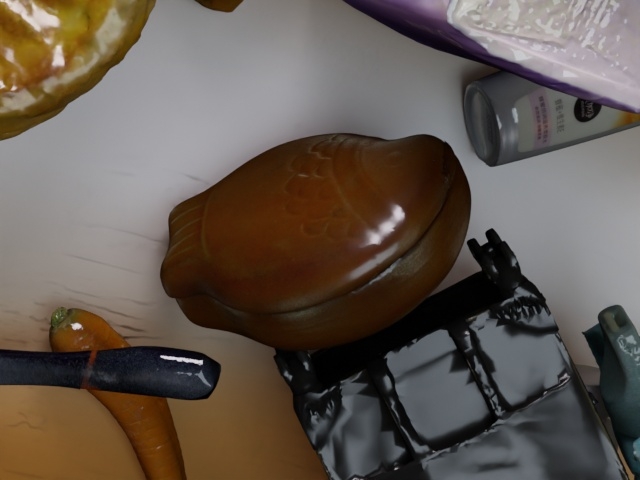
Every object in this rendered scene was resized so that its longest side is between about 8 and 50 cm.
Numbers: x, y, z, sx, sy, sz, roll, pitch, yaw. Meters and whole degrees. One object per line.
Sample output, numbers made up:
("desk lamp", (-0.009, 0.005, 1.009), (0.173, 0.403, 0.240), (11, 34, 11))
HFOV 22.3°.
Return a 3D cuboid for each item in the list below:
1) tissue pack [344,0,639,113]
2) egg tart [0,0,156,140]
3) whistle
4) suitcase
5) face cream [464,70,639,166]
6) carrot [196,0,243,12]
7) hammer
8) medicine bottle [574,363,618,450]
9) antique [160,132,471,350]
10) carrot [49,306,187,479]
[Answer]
("tissue pack", (0.160, -0.224, 1.379), (0.242, 0.338, 0.160), (19, 96, -22))
("egg tart", (-0.298, -0.266, 1.249), (0.387, 0.169, 0.388), (-7, 115, -15))
("whistle", (0.325, 0.174, 1.579), (0.093, 0.186, 0.274), (-24, 124, 7))
("suitcase", (0.149, 0.233, 1.552), (0.283, 0.194, 0.434), (-27, 100, 1))
("face cream", (0.274, -0.153, 1.597), (0.269, 0.073, 0.107), (-18, 125, -18))
("carrot", (-0.138, -0.254, 1.409), (0.170, 0.042, 0.042), (34, 91, -26))
("hammer", (-0.233, 0.118, 1.429), (0.289, 0.037, 0.137), (4, 111, -1))
("medicine bottle", (0.259, 0.262, 1.707), (0.095, 0.095, 0.260), (1, 105, -23))
("antique", (0.000, 0.000, 1.441), (0.278, 0.223, 0.129), (-19, 129, 12))
("carrot", (-0.170, 0.163, 1.516), (0.066, 0.062, 0.271), (-55, 127, -35))
